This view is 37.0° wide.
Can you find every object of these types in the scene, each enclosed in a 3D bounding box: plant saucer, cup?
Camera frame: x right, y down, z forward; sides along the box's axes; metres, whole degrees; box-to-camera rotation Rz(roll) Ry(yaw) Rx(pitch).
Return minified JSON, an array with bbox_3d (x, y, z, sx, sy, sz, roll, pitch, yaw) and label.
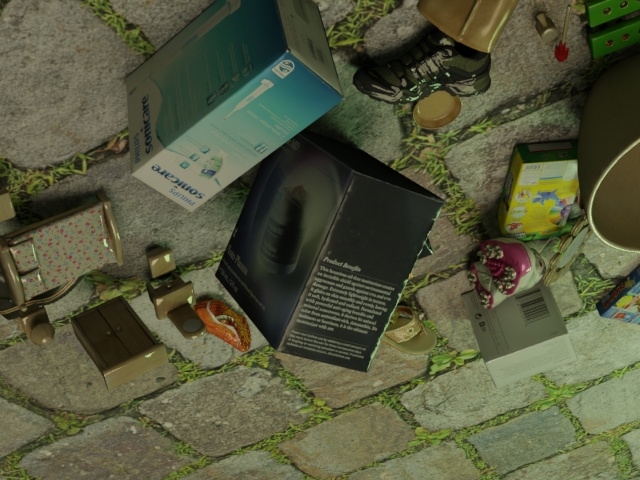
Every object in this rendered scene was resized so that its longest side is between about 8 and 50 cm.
[{"bbox_3d":[0.193,-0.221,1.594,0.084,0.015,0.083,-8,139,-7],"label":"plant saucer"},{"bbox_3d":[0.561,-0.173,1.577,0.331,0.236,0.331,-7,139,-6],"label":"cup"}]

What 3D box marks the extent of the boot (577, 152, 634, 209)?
[{"bbox_3d":[0.543,-0.081,1.775,0.152,0.073,0.197,-24,129,-21],"label":"boot"}]

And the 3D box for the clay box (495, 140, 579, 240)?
[{"bbox_3d":[0.405,-0.086,1.778,0.128,0.053,0.222,-5,141,-8],"label":"clay box"}]

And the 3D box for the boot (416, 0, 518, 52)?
[{"bbox_3d":[0.288,-0.374,1.321,0.089,0.236,0.269,-32,158,-47],"label":"boot"}]

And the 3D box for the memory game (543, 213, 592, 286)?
[{"bbox_3d":[0.491,0.010,1.866,0.186,0.012,0.186,-42,154,-26],"label":"memory game"}]

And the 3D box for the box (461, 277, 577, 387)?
[{"bbox_3d":[0.412,0.181,1.991,0.182,0.180,0.119,-22,139,10],"label":"box"}]

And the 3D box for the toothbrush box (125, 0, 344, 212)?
[{"bbox_3d":[-0.132,-0.216,1.358,0.296,0.216,0.126,-34,135,22],"label":"toothbrush box"}]

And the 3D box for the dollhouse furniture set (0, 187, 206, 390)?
[{"bbox_3d":[-0.354,0.050,1.597,0.303,0.174,0.355,-25,132,-24],"label":"dollhouse furniture set"}]

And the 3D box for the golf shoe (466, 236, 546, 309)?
[{"bbox_3d":[0.375,0.045,1.841,0.140,0.115,0.306,-22,170,-7],"label":"golf shoe"}]

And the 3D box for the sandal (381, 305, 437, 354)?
[{"bbox_3d":[0.162,0.172,1.987,0.240,0.088,0.079,17,138,-24],"label":"sandal"}]

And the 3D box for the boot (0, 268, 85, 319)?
[{"bbox_3d":[-0.524,0.054,1.684,0.198,0.076,0.137,-30,128,11],"label":"boot"}]

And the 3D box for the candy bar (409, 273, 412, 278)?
[{"bbox_3d":[0.160,0.047,1.812,0.040,0.161,0.018,-21,102,14],"label":"candy bar"}]

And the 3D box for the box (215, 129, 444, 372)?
[{"bbox_3d":[0.000,0.000,1.509,0.183,0.296,0.293,18,102,-30],"label":"box"}]

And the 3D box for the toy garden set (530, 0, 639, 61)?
[{"bbox_3d":[0.400,-0.378,1.445,0.204,0.049,0.244,-20,140,6],"label":"toy garden set"}]

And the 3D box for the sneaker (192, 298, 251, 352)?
[{"bbox_3d":[-0.196,0.169,1.922,0.068,0.064,0.175,-10,139,28],"label":"sneaker"}]

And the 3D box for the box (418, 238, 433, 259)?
[{"bbox_3d":[0.100,-0.020,1.742,0.158,0.093,0.156,-22,139,12],"label":"box"}]

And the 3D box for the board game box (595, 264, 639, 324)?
[{"bbox_3d":[0.723,0.108,2.103,0.136,0.035,0.201,13,134,-28],"label":"board game box"}]

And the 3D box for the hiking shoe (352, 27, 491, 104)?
[{"bbox_3d":[0.159,-0.280,1.480,0.227,0.086,0.114,-8,127,-14],"label":"hiking shoe"}]
